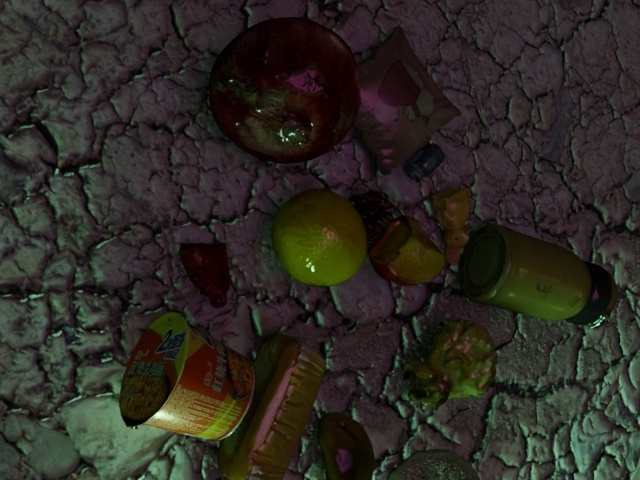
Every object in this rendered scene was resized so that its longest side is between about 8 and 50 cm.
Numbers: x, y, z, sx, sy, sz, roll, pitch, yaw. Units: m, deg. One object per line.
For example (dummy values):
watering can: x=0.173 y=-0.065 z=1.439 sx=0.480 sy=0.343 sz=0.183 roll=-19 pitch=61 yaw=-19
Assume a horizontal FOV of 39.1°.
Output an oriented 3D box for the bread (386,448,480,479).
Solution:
bread: x=0.240 y=0.571 z=1.911 sx=0.267 sy=0.040 sz=0.266 roll=-1 pitch=93 yaw=-24

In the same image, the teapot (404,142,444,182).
teapot: x=0.217 y=-0.162 z=1.849 sx=0.049 sy=0.063 sz=0.083 roll=45 pitch=75 yaw=1

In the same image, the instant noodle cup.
instant noodle cup: x=-0.230 y=0.256 z=1.605 sx=0.174 sy=0.213 sz=0.213 roll=30 pitch=81 yaw=-31

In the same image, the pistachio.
pistachio: x=0.055 y=0.432 z=1.787 sx=0.110 sy=0.100 sz=0.189 roll=-12 pitch=96 yaw=-19

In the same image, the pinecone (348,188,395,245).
pinecone: x=0.094 y=-0.045 z=1.789 sx=0.102 sy=0.102 sz=0.109 roll=7 pitch=114 yaw=-24

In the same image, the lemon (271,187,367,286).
lemon: x=0.000 y=0.000 z=1.701 sx=0.178 sy=0.178 sz=0.203 roll=-38 pitch=120 yaw=-18

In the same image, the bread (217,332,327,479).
bread: x=-0.091 y=0.320 z=1.690 sx=0.119 sy=0.152 sz=0.288 roll=26 pitch=83 yaw=-29

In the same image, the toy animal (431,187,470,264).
toy animal: x=0.286 y=-0.026 z=1.889 sx=0.083 sy=0.070 sz=0.159 roll=-13 pitch=103 yaw=-25

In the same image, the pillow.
pillow: x=0.148 y=-0.278 z=1.801 sx=0.223 sy=0.084 sz=0.236 roll=-45 pitch=111 yaw=-17

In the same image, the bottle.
bottle: x=0.480 y=0.089 z=1.929 sx=0.351 sy=0.171 sz=0.171 roll=17 pitch=86 yaw=-27

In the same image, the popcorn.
popcorn: x=0.268 y=0.252 z=1.841 sx=0.195 sy=0.173 sz=0.168 roll=-18 pitch=132 yaw=-22

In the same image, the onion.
onion: x=-0.064 y=-0.264 z=1.618 sx=0.276 sy=0.276 sz=0.276 roll=-1 pitch=93 yaw=-24

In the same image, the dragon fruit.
dragon fruit: x=-0.206 y=0.066 z=1.671 sx=0.097 sy=0.063 sz=0.131 roll=-9 pitch=96 yaw=-23

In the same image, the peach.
peach: x=0.172 y=0.032 z=1.812 sx=0.151 sy=0.151 sz=0.118 roll=34 pitch=124 yaw=-27
